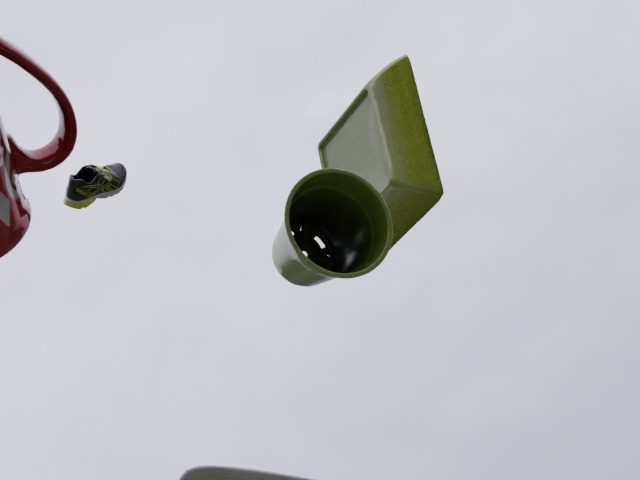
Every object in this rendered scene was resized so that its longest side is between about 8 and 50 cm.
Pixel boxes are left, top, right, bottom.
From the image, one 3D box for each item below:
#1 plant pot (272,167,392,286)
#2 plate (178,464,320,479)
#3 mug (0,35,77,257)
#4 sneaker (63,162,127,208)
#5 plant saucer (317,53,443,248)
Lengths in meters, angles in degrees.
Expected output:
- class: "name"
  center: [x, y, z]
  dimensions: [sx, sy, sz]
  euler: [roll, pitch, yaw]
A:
- class: "plant pot"
  center: [0.000, 0.000, 0.957]
  dimensions: [0.083, 0.083, 0.079]
  euler: [0, -20, -22]
- class: "plate"
  center: [0.029, 0.271, 0.758]
  dimensions: [0.277, 0.045, 0.278]
  euler: [9, -82, -13]
- class: "mug"
  center: [-0.250, -0.085, 0.856]
  dimensions: [0.113, 0.150, 0.169]
  euler: [18, -46, 24]
- class: "sneaker"
  center: [-0.216, -0.060, 1.264]
  dimensions: [0.083, 0.031, 0.035]
  euler: [-41, -28, -49]
- class: "plant saucer"
  center: [0.054, -0.085, 1.462]
  dimensions: [0.045, 0.188, 0.188]
  euler: [4, -31, -28]
